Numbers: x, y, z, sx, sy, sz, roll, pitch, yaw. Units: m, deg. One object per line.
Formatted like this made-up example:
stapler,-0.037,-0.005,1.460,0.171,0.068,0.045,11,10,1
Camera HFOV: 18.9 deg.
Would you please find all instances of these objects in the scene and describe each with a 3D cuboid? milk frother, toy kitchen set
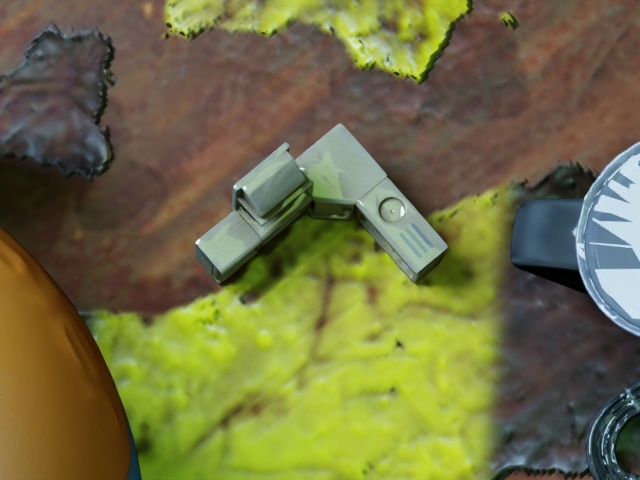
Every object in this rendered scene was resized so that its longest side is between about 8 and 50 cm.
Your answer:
milk frother,0.151,0.043,0.788,0.129,0.134,0.143,-15,73,25
toy kitchen set,0.000,0.000,0.825,0.083,0.068,0.075,-40,82,-10

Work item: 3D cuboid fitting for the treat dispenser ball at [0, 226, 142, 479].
treat dispenser ball,-0.205,0.105,0.678,0.288,0.288,0.288,1,77,-3
